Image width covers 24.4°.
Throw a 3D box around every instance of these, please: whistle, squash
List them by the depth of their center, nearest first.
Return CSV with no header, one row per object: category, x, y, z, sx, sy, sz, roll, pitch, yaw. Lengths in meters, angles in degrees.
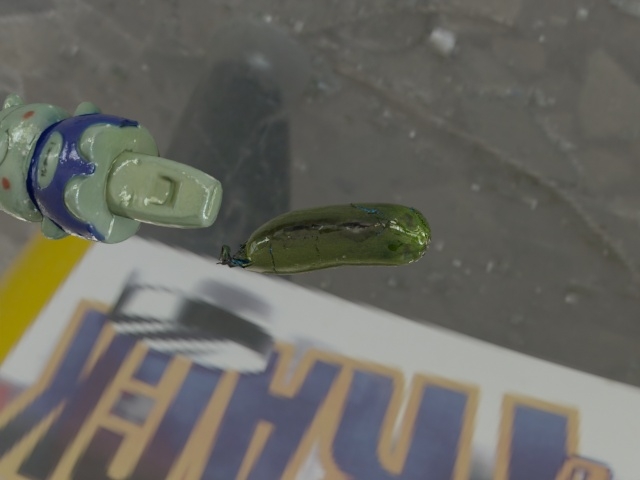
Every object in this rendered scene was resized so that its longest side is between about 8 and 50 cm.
whistle,-0.182,-0.051,1.124,0.244,0.110,0.092,15,174,31
squash,0.001,0.000,1.841,0.331,0.087,0.087,-8,136,41
